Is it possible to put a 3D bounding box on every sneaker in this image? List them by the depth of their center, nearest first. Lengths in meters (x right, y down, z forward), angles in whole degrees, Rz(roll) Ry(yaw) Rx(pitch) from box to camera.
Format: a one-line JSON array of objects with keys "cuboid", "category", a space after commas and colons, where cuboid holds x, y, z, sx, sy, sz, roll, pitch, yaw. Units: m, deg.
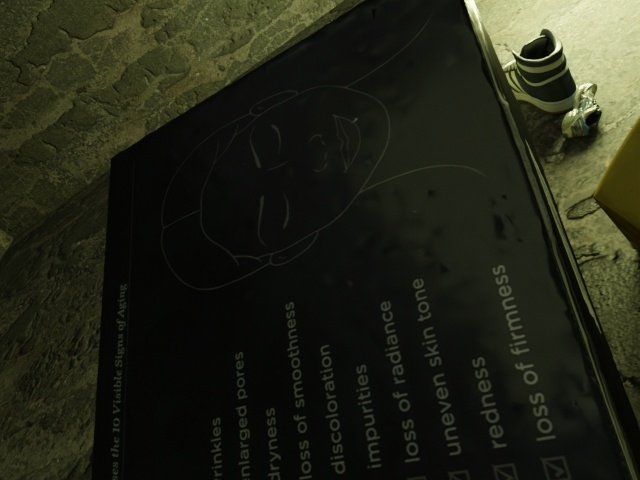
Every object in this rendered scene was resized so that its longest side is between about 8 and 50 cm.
[{"cuboid": [0.525, -0.253, 1.031, 0.058, 0.052, 0.135, 15, 68, 41], "category": "sneaker"}, {"cuboid": [0.446, -0.386, 1.161, 0.099, 0.153, 0.282, -39, 33, 1], "category": "sneaker"}]

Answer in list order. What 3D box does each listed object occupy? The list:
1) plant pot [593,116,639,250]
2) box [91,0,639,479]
[{"cuboid": [0.502, -0.055, 0.683, 0.187, 0.212, 0.212, -46, 31, 14], "category": "plant pot"}, {"cuboid": [0.023, 0.064, 0.579, 0.472, 0.297, 0.479, -21, 61, 25], "category": "box"}]
